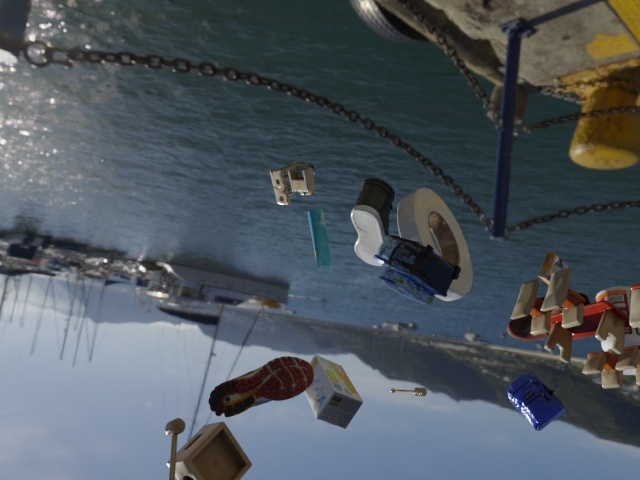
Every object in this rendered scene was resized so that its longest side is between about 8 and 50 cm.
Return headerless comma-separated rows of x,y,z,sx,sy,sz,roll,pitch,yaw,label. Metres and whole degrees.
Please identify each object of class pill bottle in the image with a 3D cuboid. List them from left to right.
0.841,0.249,1.444,0.121,0.221,0.121,8,150,4,pill bottle

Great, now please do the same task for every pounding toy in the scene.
-0.287,0.484,1.157,0.094,0.206,0.181,-27,-172,40,pounding toy

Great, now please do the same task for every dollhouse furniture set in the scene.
-0.060,-0.200,1.824,0.129,0.129,0.183,-27,-157,-39,dollhouse furniture set
0.547,0.141,0.979,0.262,0.135,0.259,36,149,-10,dollhouse furniture set

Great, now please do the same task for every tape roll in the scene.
0.394,0.010,1.767,0.072,0.392,0.392,-25,153,32,tape roll

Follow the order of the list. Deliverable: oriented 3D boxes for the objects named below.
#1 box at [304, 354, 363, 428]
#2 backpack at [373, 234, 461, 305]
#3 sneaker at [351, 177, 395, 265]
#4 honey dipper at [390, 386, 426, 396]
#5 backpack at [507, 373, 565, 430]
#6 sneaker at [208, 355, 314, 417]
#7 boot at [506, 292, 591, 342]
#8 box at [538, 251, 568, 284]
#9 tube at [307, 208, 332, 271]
0.028,0.458,1.597,0.114,0.103,0.203,29,-172,-25,box
0.138,0.044,0.811,0.105,0.084,0.114,31,180,-38,backpack
0.154,-0.050,1.399,0.104,0.147,0.296,12,150,19,sneaker
0.313,0.542,1.878,0.030,0.030,0.160,15,161,-34,honey dipper
0.528,0.390,1.290,0.120,0.098,0.101,54,-176,37,backpack
-0.124,0.302,1.102,0.225,0.088,0.093,-13,169,-12,sneaker
0.582,0.204,1.355,0.264,0.096,0.280,-6,162,37,boot
0.715,0.096,1.591,0.136,0.081,0.028,28,174,-40,box
0.000,0.000,1.709,0.052,0.207,0.080,-21,162,39,tube
